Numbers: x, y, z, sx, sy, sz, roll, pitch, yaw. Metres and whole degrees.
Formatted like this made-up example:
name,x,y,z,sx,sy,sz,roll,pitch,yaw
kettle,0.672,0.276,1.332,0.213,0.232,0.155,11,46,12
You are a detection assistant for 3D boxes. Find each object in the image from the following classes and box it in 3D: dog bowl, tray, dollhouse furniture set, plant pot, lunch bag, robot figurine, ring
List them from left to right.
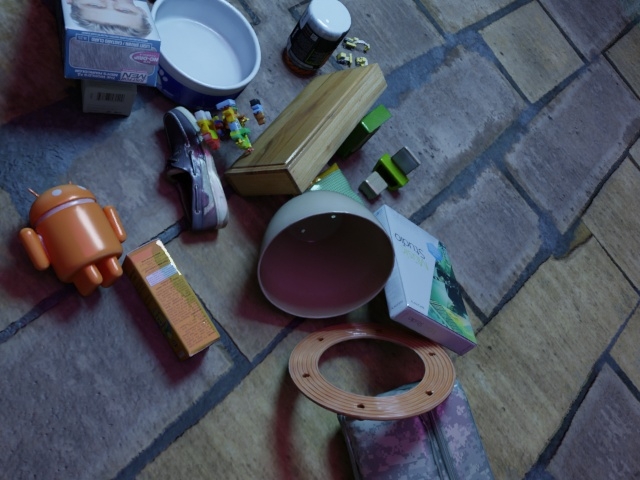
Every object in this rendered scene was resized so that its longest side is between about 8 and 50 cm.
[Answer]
name,x,y,z,sx,sy,sz,roll,pitch,yaw
robot figurine,-0.454,-0.009,1.066,0.158,0.128,0.220,-29,85,-9
dog bowl,-0.278,-0.440,1.333,0.264,0.104,0.265,13,64,-29
tray,-0.027,-0.265,1.343,0.411,0.202,0.076,-55,129,-32
plant pot,0.000,0.000,1.242,0.284,0.284,0.191,15,34,-22
dollhouse furniture set,0.089,-0.154,1.393,0.198,0.151,0.301,50,57,-2
ring,0.103,0.262,1.172,0.336,0.336,0.032,-12,114,-31
lunch bag,0.183,0.452,1.172,0.255,0.212,0.305,-11,77,-20

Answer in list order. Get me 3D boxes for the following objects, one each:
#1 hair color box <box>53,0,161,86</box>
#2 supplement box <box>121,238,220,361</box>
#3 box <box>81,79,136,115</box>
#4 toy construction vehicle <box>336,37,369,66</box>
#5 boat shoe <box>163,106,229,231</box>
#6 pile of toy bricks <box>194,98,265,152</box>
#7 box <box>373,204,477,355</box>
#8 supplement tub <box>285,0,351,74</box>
name,x,y,z,sx,sy,sz,roll,pitch,yaw
hair color box,-0.446,-0.456,1.182,0.173,0.105,0.347,-2,45,-28
supplement box,-0.294,0.119,1.129,0.080,0.078,0.233,-33,87,-33
box,-0.449,-0.328,1.214,0.101,0.102,0.087,-2,73,-28
toy construction vehicle,0.095,-0.530,1.618,0.098,0.035,0.086,11,66,-23
boat shoe,-0.284,-0.152,1.231,0.092,0.102,0.285,-18,85,-37
pile of toy bricks,-0.180,-0.242,1.267,0.212,0.118,0.105,-39,109,-75
box,0.233,0.085,1.328,0.232,0.058,0.322,30,36,-30
supplement tub,-0.013,-0.515,1.463,0.116,0.190,0.117,11,65,-24
